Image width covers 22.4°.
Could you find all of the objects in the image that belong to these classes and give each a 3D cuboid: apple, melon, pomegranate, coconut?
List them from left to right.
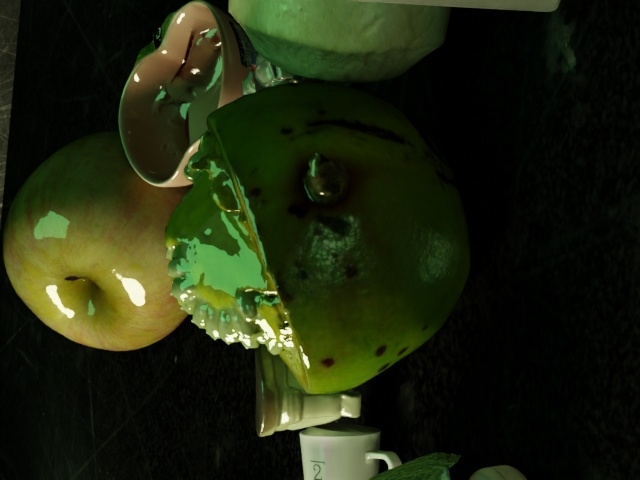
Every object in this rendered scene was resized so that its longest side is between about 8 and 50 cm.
[{"bbox_3d":[-0.248,-0.003,1.944,0.234,0.257,0.256,-65,-2,-51],"label":"apple"},{"bbox_3d":[0.000,0.000,1.380,0.340,0.261,0.260,49,-141,-81],"label":"pomegranate"},{"bbox_3d":[0.024,-0.251,1.365,0.202,0.202,0.222,-135,47,-60],"label":"coconut"},{"bbox_3d":[0.059,0.233,1.299,0.202,0.140,0.093,100,151,-85],"label":"melon"}]

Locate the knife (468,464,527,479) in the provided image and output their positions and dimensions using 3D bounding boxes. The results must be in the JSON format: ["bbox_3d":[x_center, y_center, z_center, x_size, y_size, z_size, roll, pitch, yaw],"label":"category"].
[{"bbox_3d":[0.178,0.300,1.156,0.336,0.043,0.081,-115,29,-44],"label":"knife"}]

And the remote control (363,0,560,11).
[{"bbox_3d":[0.058,-0.214,1.210,0.103,0.250,0.034,-112,31,-46],"label":"remote control"}]

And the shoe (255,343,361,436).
[{"bbox_3d":[-0.014,0.103,1.547,0.275,0.098,0.103,-92,4,-66],"label":"shoe"}]

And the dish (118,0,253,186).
[{"bbox_3d":[-0.134,-0.159,1.834,0.213,0.090,0.213,-20,64,48],"label":"dish"}]

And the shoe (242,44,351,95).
[{"bbox_3d":[-0.014,-0.145,1.567,0.227,0.099,0.125,-109,28,-50],"label":"shoe"}]

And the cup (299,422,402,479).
[{"bbox_3d":[0.031,0.226,1.485,0.104,0.074,0.116,-3,89,38],"label":"cup"}]
